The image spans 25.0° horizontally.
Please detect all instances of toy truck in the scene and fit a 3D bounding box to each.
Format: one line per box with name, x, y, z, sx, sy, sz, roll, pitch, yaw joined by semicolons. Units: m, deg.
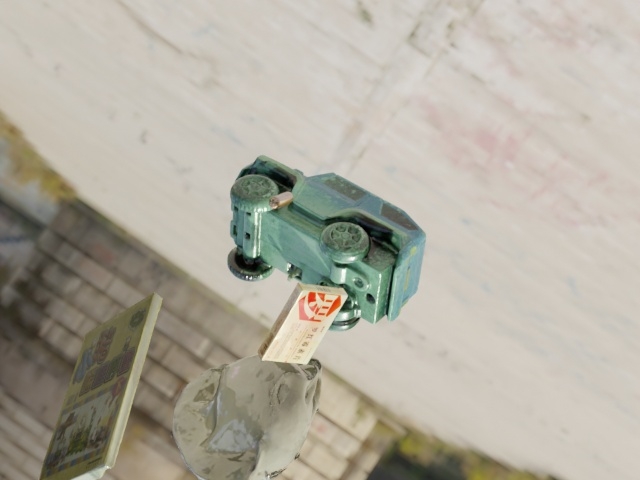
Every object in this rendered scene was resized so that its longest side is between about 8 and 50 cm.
toy truck;0.000;0.000;1.946;0.279;0.156;0.155;30;136;26

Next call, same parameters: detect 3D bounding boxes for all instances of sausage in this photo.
sausage;-0.044;-0.046;1.639;0.015;0.015;0.100;34;-170;5

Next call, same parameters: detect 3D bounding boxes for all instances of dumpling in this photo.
dumpling;-0.100;0.216;1.862;0.173;0.247;0.142;15;130;21

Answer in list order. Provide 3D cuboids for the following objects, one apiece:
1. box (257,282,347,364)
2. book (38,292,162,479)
box;-0.018;0.083;1.430;0.058;0.093;0.015;7;-145;-37
book;-0.227;0.161;1.472;0.013;0.192;0.168;28;148;-25
